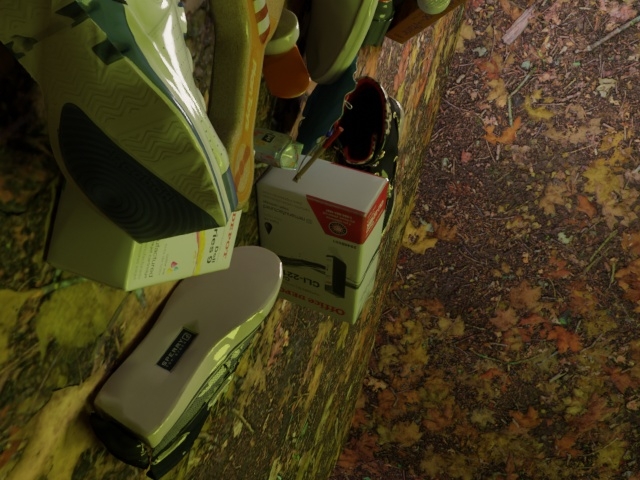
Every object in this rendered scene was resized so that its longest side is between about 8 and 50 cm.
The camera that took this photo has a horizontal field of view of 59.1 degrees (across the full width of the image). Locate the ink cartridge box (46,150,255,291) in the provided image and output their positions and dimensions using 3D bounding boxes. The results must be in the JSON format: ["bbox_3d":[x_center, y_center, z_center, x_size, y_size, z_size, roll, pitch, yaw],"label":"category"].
[{"bbox_3d":[-0.163,-0.043,0.596,0.212,0.093,0.154,-9,114,-75],"label":"ink cartridge box"}]

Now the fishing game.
[{"bbox_3d":[0.014,-0.217,0.927,0.189,0.041,0.264,-42,-150,44],"label":"fishing game"}]

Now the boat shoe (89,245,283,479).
[{"bbox_3d":[-0.170,0.161,0.780,0.340,0.127,0.158,-50,160,-38],"label":"boat shoe"}]

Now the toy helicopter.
[{"bbox_3d":[-0.075,-0.201,0.559,0.235,0.140,0.355,39,57,-81],"label":"toy helicopter"}]

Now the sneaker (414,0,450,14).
[{"bbox_3d":[0.178,-0.525,1.092,0.153,0.101,0.269,111,-34,-72],"label":"sneaker"}]

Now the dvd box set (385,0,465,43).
[{"bbox_3d":[0.278,-0.620,1.192,0.420,0.062,0.308,-160,-92,-75],"label":"dvd box set"}]

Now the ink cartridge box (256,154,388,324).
[{"bbox_3d":[0.000,0.000,1.015,0.273,0.197,0.114,91,23,-44],"label":"ink cartridge box"}]

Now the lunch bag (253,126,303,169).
[{"bbox_3d":[-0.073,-0.138,0.848,0.083,0.071,0.053,-20,129,-70],"label":"lunch bag"}]

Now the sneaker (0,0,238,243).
[{"bbox_3d":[-0.134,-0.165,0.397,0.315,0.127,0.182,64,33,-33],"label":"sneaker"}]

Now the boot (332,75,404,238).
[{"bbox_3d":[0.106,-0.176,1.306,0.284,0.138,0.377,3,100,-75],"label":"boot"}]

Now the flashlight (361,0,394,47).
[{"bbox_3d":[0.117,-0.447,0.885,0.103,0.103,0.304,-22,154,-33],"label":"flashlight"}]

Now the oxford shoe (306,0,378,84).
[{"bbox_3d":[0.027,-0.443,0.794,0.169,0.130,0.449,-119,-145,-45],"label":"oxford shoe"}]
